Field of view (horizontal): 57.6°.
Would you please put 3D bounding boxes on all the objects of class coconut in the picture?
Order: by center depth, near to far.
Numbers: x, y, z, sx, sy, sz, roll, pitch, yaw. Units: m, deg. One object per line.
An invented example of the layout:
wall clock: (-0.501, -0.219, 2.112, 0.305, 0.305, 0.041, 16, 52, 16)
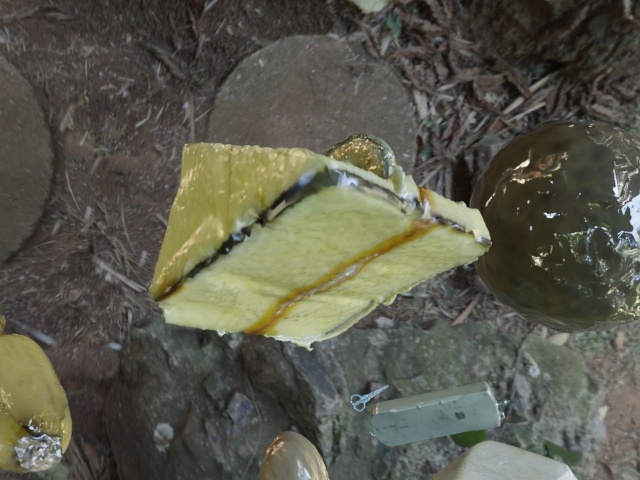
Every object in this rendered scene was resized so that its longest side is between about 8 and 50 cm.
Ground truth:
coconut: (0.281, 0.440, 0.913, 0.237, 0.266, 0.237, 0, 91, -57)

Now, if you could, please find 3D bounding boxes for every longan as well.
longan: (0.459, -0.026, 1.052, 0.392, 0.391, 0.390, 0, 90, -20)

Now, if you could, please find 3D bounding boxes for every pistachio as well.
pistachio: (-0.045, 0.478, 1.103, 0.136, 0.136, 0.225, -13, 70, -20)

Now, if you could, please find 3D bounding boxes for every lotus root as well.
lotus root: (-0.469, 0.235, 0.874, 0.146, 0.303, 0.130, 18, 109, -54)

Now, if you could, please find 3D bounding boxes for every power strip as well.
power strip: (0.184, 0.270, 0.907, 0.227, 0.029, 0.079, -16, 117, 16)

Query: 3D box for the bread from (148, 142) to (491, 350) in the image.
bread: (0.006, 0.017, 0.564, 0.264, 0.236, 0.198, 15, 80, -45)

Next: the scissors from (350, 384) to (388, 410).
scissors: (0.099, 0.307, 1.150, 0.083, 0.006, 0.036, -30, 90, 5)

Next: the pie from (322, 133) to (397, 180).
pie: (0.062, -0.105, 1.282, 0.055, 0.274, 0.274, 19, 82, -46)
